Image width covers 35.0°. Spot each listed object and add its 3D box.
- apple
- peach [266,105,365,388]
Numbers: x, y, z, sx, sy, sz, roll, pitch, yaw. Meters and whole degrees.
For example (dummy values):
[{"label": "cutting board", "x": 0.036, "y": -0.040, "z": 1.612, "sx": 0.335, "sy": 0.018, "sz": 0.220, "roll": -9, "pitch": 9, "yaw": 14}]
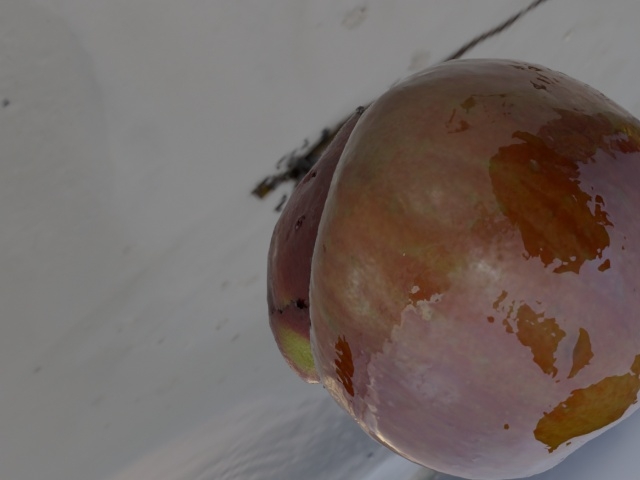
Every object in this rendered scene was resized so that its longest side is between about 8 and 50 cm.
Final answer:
[{"label": "apple", "x": 0.135, "y": 0.024, "z": 0.709, "sx": 0.301, "sy": 0.301, "sz": 0.301, "roll": -41, "pitch": 167, "yaw": -12}, {"label": "peach", "x": -0.004, "y": 0.001, "z": 0.987, "sx": 0.189, "sy": 0.068, "sz": 0.279, "roll": 169, "pitch": -71, "yaw": -70}]
